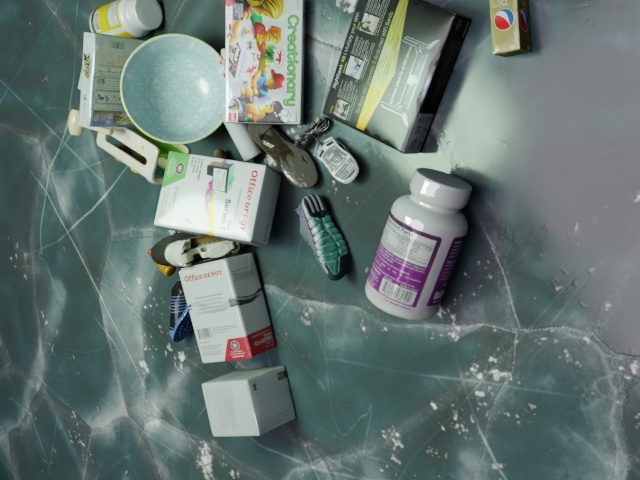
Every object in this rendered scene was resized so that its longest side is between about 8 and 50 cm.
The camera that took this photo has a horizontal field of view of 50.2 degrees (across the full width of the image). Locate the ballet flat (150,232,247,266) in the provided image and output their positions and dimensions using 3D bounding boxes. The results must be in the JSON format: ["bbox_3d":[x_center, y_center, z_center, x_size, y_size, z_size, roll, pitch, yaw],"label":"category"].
[{"bbox_3d":[-0.335,0.020,1.850,0.280,0.096,0.095,-14,110,6],"label":"ballet flat"}]

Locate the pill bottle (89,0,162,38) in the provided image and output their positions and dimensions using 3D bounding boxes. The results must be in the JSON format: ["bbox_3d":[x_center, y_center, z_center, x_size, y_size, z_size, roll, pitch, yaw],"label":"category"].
[{"bbox_3d":[-0.568,-0.646,1.999,0.208,0.119,0.119,-1,96,37],"label":"pill bottle"}]

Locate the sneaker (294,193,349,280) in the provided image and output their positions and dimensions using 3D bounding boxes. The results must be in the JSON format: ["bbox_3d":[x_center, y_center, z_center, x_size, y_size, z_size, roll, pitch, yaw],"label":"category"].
[{"bbox_3d":[0.000,0.000,1.700,0.098,0.083,0.223,-36,69,57],"label":"sneaker"}]

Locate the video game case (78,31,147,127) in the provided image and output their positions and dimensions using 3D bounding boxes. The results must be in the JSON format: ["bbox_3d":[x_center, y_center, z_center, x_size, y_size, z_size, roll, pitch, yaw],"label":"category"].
[{"bbox_3d":[-0.539,-0.441,1.912,0.061,0.269,0.244,17,106,36],"label":"video game case"}]

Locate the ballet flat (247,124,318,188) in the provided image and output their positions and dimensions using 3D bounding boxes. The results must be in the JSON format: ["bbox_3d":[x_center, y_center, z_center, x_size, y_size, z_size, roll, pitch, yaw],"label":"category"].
[{"bbox_3d":[-0.094,-0.220,1.743,0.084,0.058,0.250,-44,72,-6],"label":"ballet flat"}]

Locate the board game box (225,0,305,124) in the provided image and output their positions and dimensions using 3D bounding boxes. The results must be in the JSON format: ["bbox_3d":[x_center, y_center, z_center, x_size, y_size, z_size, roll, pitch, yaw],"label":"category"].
[{"bbox_3d":[-0.137,-0.442,1.689,0.193,0.053,0.305,2,99,7],"label":"board game box"}]

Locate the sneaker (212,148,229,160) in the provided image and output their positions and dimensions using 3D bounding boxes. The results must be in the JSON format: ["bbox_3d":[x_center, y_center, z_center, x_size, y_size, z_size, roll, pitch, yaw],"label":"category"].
[{"bbox_3d":[-0.238,-0.164,1.864,0.071,0.066,0.188,-13,91,18],"label":"sneaker"}]

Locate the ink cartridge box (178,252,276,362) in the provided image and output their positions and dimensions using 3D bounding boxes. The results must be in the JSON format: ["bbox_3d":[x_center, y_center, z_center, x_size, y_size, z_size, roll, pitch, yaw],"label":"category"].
[{"bbox_3d":[-0.257,0.185,1.876,0.197,0.114,0.272,-13,93,38],"label":"ink cartridge box"}]

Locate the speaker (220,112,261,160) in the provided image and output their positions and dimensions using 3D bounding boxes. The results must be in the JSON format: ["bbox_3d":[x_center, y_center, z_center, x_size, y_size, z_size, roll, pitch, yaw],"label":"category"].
[{"bbox_3d":[-0.208,-0.278,1.791,0.055,0.055,0.136,-18,105,38],"label":"speaker"}]

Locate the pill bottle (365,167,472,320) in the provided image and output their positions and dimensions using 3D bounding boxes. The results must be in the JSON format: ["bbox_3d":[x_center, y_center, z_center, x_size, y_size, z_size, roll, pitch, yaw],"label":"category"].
[{"bbox_3d":[0.215,0.005,1.463,0.169,0.169,0.301,30,113,31],"label":"pill bottle"}]

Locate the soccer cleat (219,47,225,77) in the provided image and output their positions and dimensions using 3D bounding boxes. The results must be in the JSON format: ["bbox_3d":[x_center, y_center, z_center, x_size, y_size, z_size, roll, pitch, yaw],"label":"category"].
[{"bbox_3d":[-0.197,-0.411,1.770,0.196,0.076,0.068,64,166,-2],"label":"soccer cleat"}]

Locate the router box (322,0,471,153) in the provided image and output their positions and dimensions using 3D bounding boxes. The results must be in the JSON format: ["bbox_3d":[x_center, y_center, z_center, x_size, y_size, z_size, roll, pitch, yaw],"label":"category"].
[{"bbox_3d":[0.159,-0.378,1.504,0.243,0.081,0.308,32,115,29],"label":"router box"}]

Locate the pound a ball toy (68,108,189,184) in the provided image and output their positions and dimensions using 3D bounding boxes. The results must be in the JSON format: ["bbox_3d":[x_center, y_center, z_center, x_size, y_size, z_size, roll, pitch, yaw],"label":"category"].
[{"bbox_3d":[-0.572,-0.269,2.001,0.319,0.208,0.135,31,114,30],"label":"pound a ball toy"}]

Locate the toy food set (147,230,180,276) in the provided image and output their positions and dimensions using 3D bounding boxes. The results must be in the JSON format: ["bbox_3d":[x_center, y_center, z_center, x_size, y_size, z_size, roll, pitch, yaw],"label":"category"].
[{"bbox_3d":[-0.404,-0.020,1.969,0.104,0.111,0.232,40,117,27],"label":"toy food set"}]

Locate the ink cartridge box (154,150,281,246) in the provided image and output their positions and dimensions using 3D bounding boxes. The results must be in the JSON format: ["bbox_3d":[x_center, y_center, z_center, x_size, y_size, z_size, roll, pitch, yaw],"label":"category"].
[{"bbox_3d":[-0.264,-0.107,1.765,0.278,0.117,0.201,10,86,16],"label":"ink cartridge box"}]

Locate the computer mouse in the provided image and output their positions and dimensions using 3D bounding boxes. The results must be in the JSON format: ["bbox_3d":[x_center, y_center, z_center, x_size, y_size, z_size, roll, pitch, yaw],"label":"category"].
[{"bbox_3d":[0.027,-0.209,1.653,0.106,0.042,0.193,-46,67,16],"label":"computer mouse"}]

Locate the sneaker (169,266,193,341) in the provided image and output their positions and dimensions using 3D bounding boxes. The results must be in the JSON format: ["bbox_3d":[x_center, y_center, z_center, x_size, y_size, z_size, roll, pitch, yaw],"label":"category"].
[{"bbox_3d":[-0.406,0.186,2.027,0.090,0.081,0.232,34,109,32],"label":"sneaker"}]

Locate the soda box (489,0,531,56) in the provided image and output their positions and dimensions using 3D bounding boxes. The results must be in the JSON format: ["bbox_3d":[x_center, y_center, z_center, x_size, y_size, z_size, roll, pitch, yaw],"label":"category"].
[{"bbox_3d":[0.371,-0.459,1.341,0.058,0.061,0.181,-2,95,38],"label":"soda box"}]

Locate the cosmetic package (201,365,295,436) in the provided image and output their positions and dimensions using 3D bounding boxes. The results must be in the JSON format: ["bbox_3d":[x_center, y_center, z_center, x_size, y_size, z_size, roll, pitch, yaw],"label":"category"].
[{"bbox_3d":[-0.194,0.435,1.850,0.184,0.151,0.151,-13,89,39],"label":"cosmetic package"}]

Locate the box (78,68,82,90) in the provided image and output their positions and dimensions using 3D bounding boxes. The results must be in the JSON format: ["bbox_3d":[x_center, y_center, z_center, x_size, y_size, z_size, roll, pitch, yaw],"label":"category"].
[{"bbox_3d":[-0.676,-0.489,2.116,0.101,0.102,0.087,35,118,27],"label":"box"}]

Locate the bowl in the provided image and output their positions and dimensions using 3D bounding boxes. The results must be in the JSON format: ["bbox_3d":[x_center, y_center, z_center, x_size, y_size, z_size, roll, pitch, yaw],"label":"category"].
[{"bbox_3d":[-0.386,-0.398,1.852,0.156,0.289,0.289,-160,65,-80],"label":"bowl"}]
